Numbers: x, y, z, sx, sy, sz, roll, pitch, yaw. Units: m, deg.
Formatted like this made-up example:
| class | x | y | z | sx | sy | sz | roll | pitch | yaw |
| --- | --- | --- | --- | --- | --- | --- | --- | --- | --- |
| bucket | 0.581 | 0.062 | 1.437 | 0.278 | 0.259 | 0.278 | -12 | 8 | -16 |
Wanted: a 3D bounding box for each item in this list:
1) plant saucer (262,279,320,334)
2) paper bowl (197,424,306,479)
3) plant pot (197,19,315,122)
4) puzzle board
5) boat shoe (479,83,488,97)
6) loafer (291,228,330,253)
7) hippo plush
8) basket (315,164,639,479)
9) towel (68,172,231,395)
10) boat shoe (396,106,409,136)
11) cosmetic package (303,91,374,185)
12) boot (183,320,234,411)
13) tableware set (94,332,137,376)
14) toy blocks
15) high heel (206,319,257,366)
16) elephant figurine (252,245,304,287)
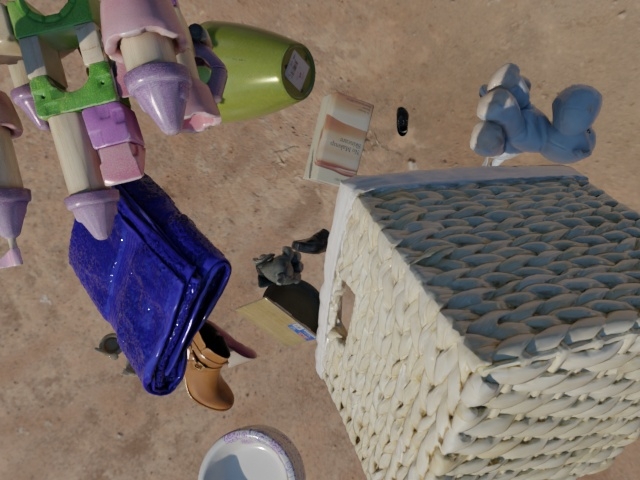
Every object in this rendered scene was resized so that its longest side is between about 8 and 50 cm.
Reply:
| class | x | y | z | sx | sy | sz | roll | pitch | yaw |
| --- | --- | --- | --- | --- | --- | --- | --- | --- | --- |
| plant saucer | -0.107 | 0.278 | 1.700 | 0.278 | 0.278 | 0.041 | 38 | 138 | 2 |
| paper bowl | -0.179 | 0.661 | 1.163 | 0.285 | 0.148 | 0.283 | -4 | 73 | 13 |
| plant pot | -0.170 | -0.445 | 1.124 | 0.294 | 0.275 | 0.274 | 16 | 101 | 35 |
| puzzle board | -0.076 | 0.144 | 0.744 | 0.128 | 0.011 | 0.097 | 41 | 137 | -23 |
| boat shoe | 0.541 | -0.393 | 1.306 | 0.183 | 0.083 | 0.065 | 43 | 57 | -4 |
| loafer | 0.000 | 0.000 | 1.337 | 0.076 | 0.224 | 0.078 | 17 | 105 | 45 |
| hippo plush | 0.492 | -0.244 | 0.962 | 0.237 | 0.234 | 0.293 | 19 | 125 | 31 |
| basket | 0.194 | 0.113 | 0.494 | 0.332 | 0.266 | 0.327 | -7 | 128 | -18 |
| towel | -0.264 | 0.034 | 0.584 | 0.308 | 0.076 | 0.227 | 40 | 112 | 31 |
| boat shoe | 0.329 | -0.476 | 1.688 | 0.049 | 0.133 | 0.041 | 4 | 58 | 18 |
| cosmetic package | 0.060 | -0.336 | 1.450 | 0.153 | 0.129 | 0.295 | 11 | 96 | -23 |
| boot | -0.307 | 0.358 | 1.203 | 0.220 | 0.109 | 0.283 | -36 | 93 | 35 |
| tableware set | -0.444 | 0.241 | 1.025 | 0.141 | 0.020 | 0.168 | 40 | 67 | -22 |
| toy blocks | -0.246 | -0.128 | 0.465 | 0.289 | 0.309 | 0.259 | -15 | 94 | -2 |
| high heel | -0.354 | 0.398 | 1.658 | 0.127 | 0.377 | 0.181 | -20 | 72 | 5 |
| elephant figurine | -0.202 | 0.114 | 1.699 | 0.240 | 0.186 | 0.169 | -3 | 71 | 28 |
